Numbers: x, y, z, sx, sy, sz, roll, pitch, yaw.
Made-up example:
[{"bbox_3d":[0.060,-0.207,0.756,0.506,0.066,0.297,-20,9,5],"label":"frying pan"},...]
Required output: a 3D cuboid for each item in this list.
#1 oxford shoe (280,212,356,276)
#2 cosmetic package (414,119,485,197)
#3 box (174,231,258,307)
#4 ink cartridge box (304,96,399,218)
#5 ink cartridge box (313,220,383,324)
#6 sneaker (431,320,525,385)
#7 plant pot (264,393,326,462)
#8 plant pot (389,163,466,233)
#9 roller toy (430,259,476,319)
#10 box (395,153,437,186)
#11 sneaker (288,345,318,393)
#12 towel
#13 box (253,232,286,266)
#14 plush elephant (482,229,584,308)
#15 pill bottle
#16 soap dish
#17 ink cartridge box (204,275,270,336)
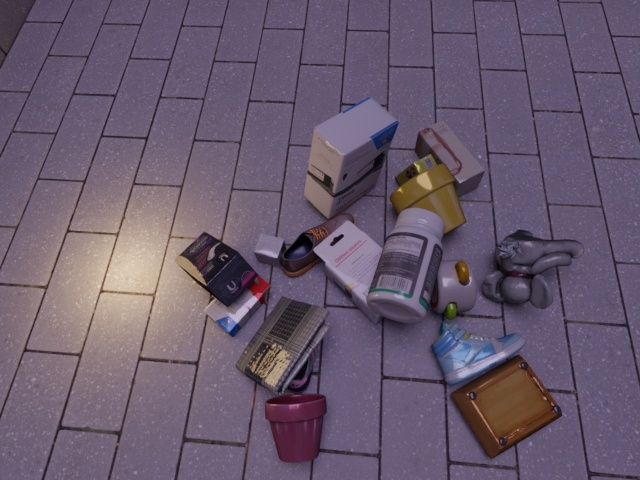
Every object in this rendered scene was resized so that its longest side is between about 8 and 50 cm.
[{"bbox_3d":[0.000,0.000,1.749,0.364,0.133,0.130,-40,67,-16],"label":"oxford shoe"},{"bbox_3d":[0.536,-0.336,1.880,0.129,0.153,0.296,-27,65,-9],"label":"cosmetic package"},{"bbox_3d":[-0.387,0.102,1.653,0.165,0.143,0.270,-47,41,-16],"label":"box"},{"bbox_3d":[0.106,-0.307,1.728,0.285,0.395,0.166,-35,70,-25],"label":"ink cartridge box"},{"bbox_3d":[0.158,0.115,1.696,0.207,0.119,0.353,-39,70,-17],"label":"ink cartridge box"},{"bbox_3d":[0.539,0.349,1.568,0.319,0.127,0.208,-23,67,-9],"label":"sneaker"},{"bbox_3d":[-0.075,0.604,1.446,0.201,0.201,0.180,-5,80,0],"label":"plant pot"},{"bbox_3d":[0.437,-0.133,1.747,0.254,0.254,0.239,-27,81,-10],"label":"plant pot"},{"bbox_3d":[0.477,0.163,1.619,0.146,0.191,0.209,-4,101,-1],"label":"roller toy"},{"bbox_3d":[0.383,-0.278,1.811,0.087,0.232,0.058,-28,88,-11],"label":"box"},{"bbox_3d":[-0.061,0.369,1.578,0.112,0.131,0.319,3,64,4],"label":"sneaker"},{"bbox_3d":[-0.128,0.349,1.544,0.312,0.056,0.324,4,54,55],"label":"towel"},{"bbox_3d":[-0.196,0.039,1.757,0.102,0.101,0.087,15,67,9],"label":"box"},{"bbox_3d":[0.742,0.116,1.619,0.330,0.255,0.272,-7,15,-36],"label":"plush elephant"},{"bbox_3d":[0.303,0.082,1.532,0.204,0.204,0.361,18,64,10],"label":"pill bottle"},{"bbox_3d":[0.619,0.540,1.477,0.291,0.118,0.229,-25,66,-11],"label":"soap dish"},{"bbox_3d":[-0.305,0.228,1.684,0.134,0.078,0.231,36,71,17],"label":"ink cartridge box"}]
